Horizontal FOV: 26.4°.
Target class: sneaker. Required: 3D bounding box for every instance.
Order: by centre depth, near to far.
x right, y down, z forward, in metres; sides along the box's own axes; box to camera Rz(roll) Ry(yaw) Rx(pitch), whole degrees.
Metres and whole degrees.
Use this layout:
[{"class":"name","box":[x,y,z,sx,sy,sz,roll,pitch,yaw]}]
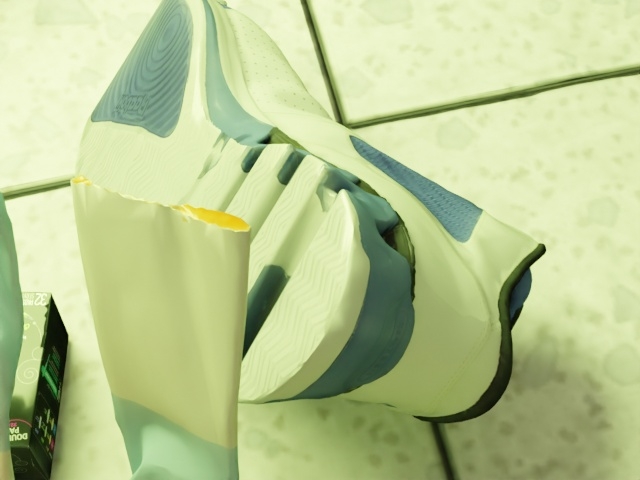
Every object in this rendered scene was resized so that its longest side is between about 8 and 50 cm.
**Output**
[{"class":"sneaker","box":[0.001,0.001,0.680,0.127,0.182,0.315,-54,36,13]}]

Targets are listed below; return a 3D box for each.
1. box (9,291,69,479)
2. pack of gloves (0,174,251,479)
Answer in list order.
[{"class":"box","box":[-0.163,0.072,0.677,0.062,0.052,0.083,1,61,2]},{"class":"pack of gloves","box":[-0.105,0.070,0.582,0.195,0.232,0.046,17,28,28]}]
